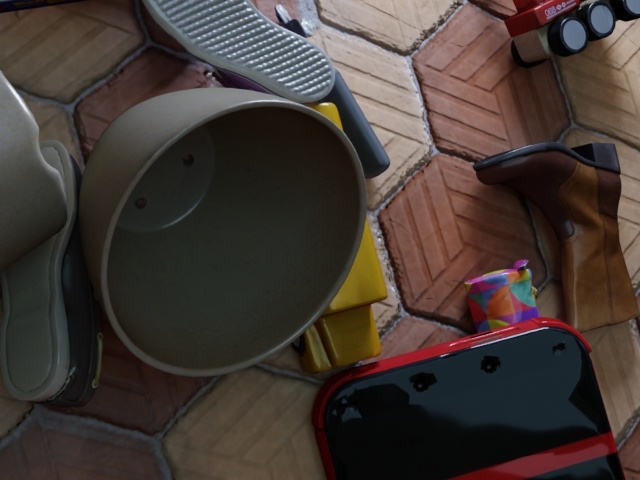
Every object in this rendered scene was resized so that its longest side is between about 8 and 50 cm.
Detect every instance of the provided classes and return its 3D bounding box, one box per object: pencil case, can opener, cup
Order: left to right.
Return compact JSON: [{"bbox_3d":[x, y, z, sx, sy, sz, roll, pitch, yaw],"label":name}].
[{"bbox_3d":[-0.146,-0.044,1.222,0.331,0.237,0.331,-19,126,-28],"label":"cup"},{"bbox_3d":[0.000,-0.204,1.463,0.093,0.074,0.280,-34,92,10],"label":"can opener"},{"bbox_3d":[0.279,0.148,1.480,0.104,0.104,0.236,-10,84,-24],"label":"pencil case"}]

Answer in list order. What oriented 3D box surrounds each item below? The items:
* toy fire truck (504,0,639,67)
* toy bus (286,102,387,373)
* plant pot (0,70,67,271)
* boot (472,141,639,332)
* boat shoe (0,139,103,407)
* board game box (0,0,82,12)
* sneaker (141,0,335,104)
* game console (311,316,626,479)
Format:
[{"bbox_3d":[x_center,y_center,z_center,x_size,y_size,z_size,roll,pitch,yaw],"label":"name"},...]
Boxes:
[{"bbox_3d":[0.349,-0.414,1.615,0.217,0.158,0.246,-31,102,-24],"label":"toy fire truck"},{"bbox_3d":[0.000,0.000,1.376,0.108,0.130,0.332,-13,84,-24],"label":"toy bus"},{"bbox_3d":[-0.451,-0.041,1.095,0.305,0.334,0.334,-32,92,-27],"label":"plant pot"},{"bbox_3d":[0.350,-0.001,1.556,0.264,0.096,0.280,-2,85,-36],"label":"boot"},{"bbox_3d":[-0.314,0.039,1.257,0.097,0.117,0.324,33,46,-57],"label":"boat shoe"},{"bbox_3d":[-0.316,-0.415,1.291,0.347,0.078,0.233,-11,94,-8],"label":"board game box"},{"bbox_3d":[-0.134,-0.250,1.325,0.282,0.161,0.102,34,75,-29],"label":"sneaker"},{"bbox_3d":[0.205,0.302,1.387,0.386,0.060,0.342,-15,90,-5],"label":"game console"}]
